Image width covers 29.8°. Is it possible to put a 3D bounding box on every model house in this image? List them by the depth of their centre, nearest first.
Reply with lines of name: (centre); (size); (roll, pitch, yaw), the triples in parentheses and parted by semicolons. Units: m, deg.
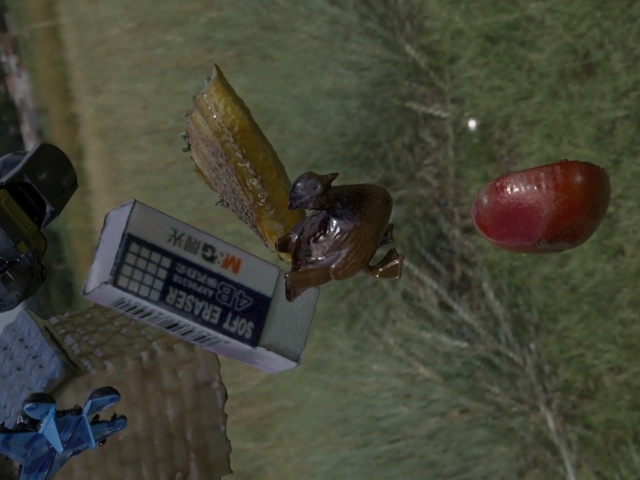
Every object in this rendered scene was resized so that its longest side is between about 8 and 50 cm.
model house: (-0.372, 0.329, 1.812); (0.395, 0.400, 0.445); (25, 124, 60)

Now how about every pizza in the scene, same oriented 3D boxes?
pizza: (-0.123, -0.120, 1.612); (0.288, 0.075, 0.280); (31, 150, 59)

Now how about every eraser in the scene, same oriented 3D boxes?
eraser: (-0.148, 0.063, 1.534); (0.086, 0.287, 0.130); (-23, 46, 54)

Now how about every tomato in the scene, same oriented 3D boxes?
tomato: (0.241, -0.026, 1.289); (0.155, 0.156, 0.069); (109, 156, -66)

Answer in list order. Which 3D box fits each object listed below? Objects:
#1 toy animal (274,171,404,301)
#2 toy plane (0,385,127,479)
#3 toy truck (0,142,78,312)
toy animal: (0.000, 0.000, 1.319); (0.188, 0.179, 0.089); (-41, 46, 23)
toy plane: (-0.327, 0.248, 1.428); (0.246, 0.169, 0.078); (-46, 55, 48)
toy truck: (-0.363, -0.019, 1.268); (0.224, 0.165, 0.147); (-17, 120, 41)
